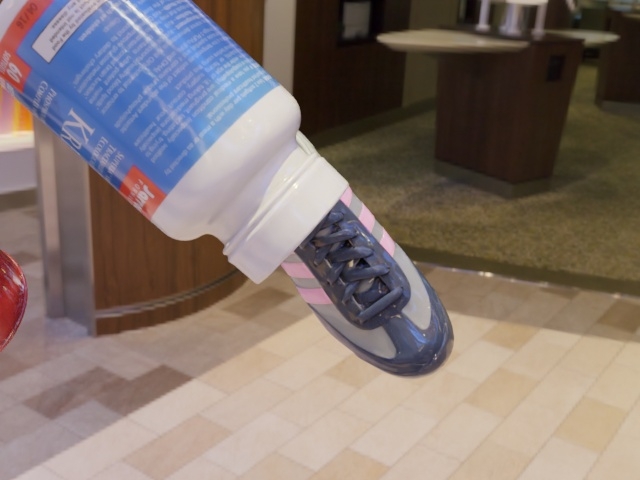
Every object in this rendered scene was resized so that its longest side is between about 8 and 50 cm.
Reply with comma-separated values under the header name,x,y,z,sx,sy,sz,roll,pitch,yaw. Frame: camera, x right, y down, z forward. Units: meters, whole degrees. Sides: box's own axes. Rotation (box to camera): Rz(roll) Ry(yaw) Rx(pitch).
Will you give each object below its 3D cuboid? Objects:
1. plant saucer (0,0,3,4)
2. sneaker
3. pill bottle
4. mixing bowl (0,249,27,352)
name,x,y,z,sx,sy,sz,roll,pitch,yaw
plant saucer,-0.241,-0.227,0.599,0.037,0.200,0.200,24,23,2
sneaker,0.000,0.000,0.757,0.319,0.112,0.131,49,3,17
pill bottle,-0.092,-0.079,0.517,0.221,0.124,0.124,43,24,-4
mixing bowl,-0.362,0.038,0.697,0.181,0.098,0.181,-3,48,3
